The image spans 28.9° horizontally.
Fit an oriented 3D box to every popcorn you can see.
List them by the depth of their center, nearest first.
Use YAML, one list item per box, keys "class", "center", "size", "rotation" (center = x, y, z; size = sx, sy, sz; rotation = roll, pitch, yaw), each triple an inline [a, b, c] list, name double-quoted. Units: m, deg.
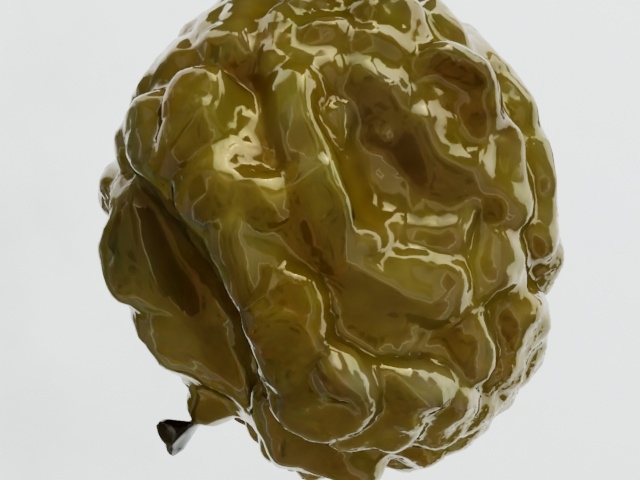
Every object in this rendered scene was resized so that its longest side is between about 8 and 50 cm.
- class: "popcorn"
  center: [0.000, 0.000, 0.425]
  size: [0.170, 0.180, 0.180]
  rotation: [-31, -69, 6]
